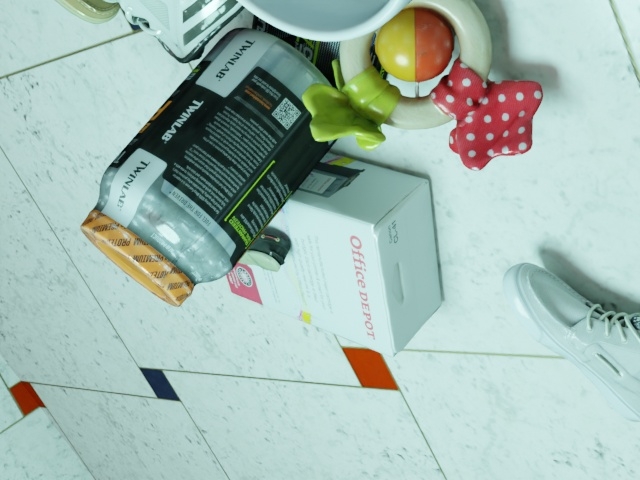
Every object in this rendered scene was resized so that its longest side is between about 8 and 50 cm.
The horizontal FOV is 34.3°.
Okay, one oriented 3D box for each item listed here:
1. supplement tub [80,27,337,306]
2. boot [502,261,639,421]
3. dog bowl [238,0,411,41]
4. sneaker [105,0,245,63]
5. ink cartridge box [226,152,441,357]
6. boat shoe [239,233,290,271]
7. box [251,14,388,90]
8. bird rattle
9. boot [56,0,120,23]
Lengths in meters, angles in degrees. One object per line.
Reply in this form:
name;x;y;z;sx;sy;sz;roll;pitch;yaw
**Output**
supplement tub;-0.131;-0.087;1.255;0.193;0.316;0.193;35;165;11
boot;0.343;0.102;1.218;0.258;0.095;0.123;41;139;-7
dog bowl;-0.002;-0.308;0.867;0.265;0.104;0.265;27;141;24
sneaker;-0.269;-0.318;1.253;0.448;0.169;0.257;0;128;28
ink cartridge box;0.000;0.000;1.420;0.306;0.131;0.226;18;135;33
boat shoe;-0.096;0.006;1.382;0.133;0.042;0.049;14;153;39
box;0.005;-0.265;1.235;0.184;0.045;0.190;33;142;15
bird rattle;0.109;-0.177;1.113;0.254;0.143;0.207;3;111;19
boot;-0.320;-0.431;1.369;0.203;0.095;0.262;-18;106;50
